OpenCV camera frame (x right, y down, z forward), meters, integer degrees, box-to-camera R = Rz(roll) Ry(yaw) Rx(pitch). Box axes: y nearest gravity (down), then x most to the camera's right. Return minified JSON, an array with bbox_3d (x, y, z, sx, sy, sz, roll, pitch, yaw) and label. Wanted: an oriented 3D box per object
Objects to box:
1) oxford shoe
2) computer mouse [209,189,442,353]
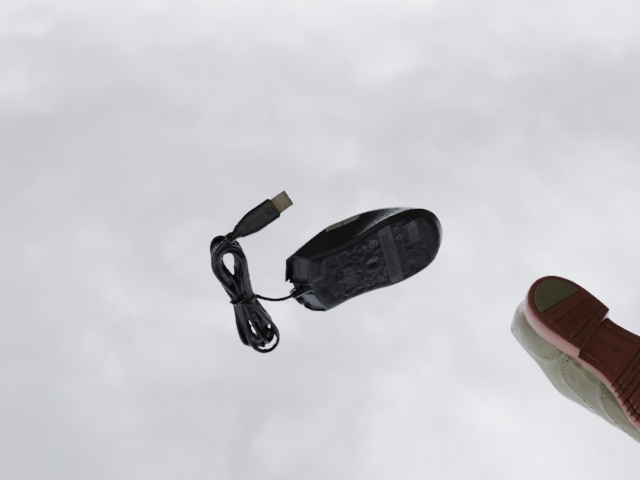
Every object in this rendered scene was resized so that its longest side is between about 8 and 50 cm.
[{"bbox_3d":[0.475,0.228,1.434,0.140,0.147,0.397,-33,-109,-28],"label":"oxford shoe"},{"bbox_3d":[0.000,0.000,0.989,0.262,0.184,0.060,-28,-142,-3],"label":"computer mouse"}]
